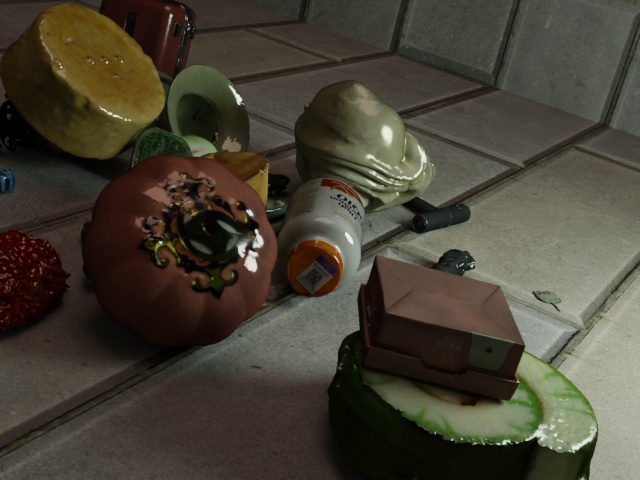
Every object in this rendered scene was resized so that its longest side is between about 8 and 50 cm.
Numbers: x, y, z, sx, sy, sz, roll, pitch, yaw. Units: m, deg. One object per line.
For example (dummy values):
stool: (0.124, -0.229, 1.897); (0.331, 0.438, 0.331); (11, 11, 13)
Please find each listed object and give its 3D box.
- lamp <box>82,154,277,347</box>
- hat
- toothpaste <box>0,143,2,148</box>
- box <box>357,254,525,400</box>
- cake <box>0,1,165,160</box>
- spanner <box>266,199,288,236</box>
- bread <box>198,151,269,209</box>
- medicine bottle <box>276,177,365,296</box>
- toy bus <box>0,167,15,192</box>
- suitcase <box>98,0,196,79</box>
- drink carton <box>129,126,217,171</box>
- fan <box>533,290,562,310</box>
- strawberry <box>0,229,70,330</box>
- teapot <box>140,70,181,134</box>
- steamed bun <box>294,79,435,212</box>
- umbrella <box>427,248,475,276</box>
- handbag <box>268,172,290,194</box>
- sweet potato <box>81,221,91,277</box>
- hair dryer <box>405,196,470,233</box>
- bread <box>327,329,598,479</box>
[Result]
lamp: (-0.220, 0.020, 1.498); (0.305, 0.305, 0.239); (1, -14, -27)
hat: (-0.295, -0.267, 2.232); (0.130, 0.257, 0.257); (-11, 4, 40)
toothpaste: (-0.680, -0.177, 1.987); (0.037, 0.021, 0.140); (6, 26, -6)
box: (0.166, 0.116, 1.365); (0.215, 0.086, 0.215); (15, 21, -5)
cake: (-0.537, -0.285, 2.022); (0.332, 0.321, 0.332); (33, 36, -28)
spanner: (-0.084, -0.045, 1.987); (0.095, 0.040, 0.325); (29, 29, 30)
bread: (-0.203, -0.045, 1.753); (0.204, 0.156, 0.288); (4, 29, 19)
medicine bottle: (0.000, 0.000, 1.781); (0.157, 0.157, 0.289); (13, 23, -1)
toy bus: (-0.633, -0.121, 1.858); (0.083, 0.038, 0.046); (16, 28, 10)
suitcase: (-0.459, -0.478, 2.445); (0.236, 0.297, 0.161); (19, 14, 16)
drink carton: (-0.297, -0.164, 2.026); (0.146, 0.144, 0.142); (23, 19, 21)
fan: (0.468, 0.121, 1.953); (0.056, 0.004, 0.083); (5, 24, -21)
strawberry: (-0.490, 0.055, 1.457); (0.174, 0.098, 0.228); (17, 22, 11)
teapot: (-0.416, -0.317, 2.318); (0.232, 0.159, 0.159); (12, 17, -46)
steamed bun: (0.062, -0.177, 2.109); (0.310, 0.219, 0.324); (45, -18, -20)
umbrella: (0.232, 0.069, 1.882); (0.066, 0.059, 0.235); (0, 16, 32)
handbag: (-0.112, -0.126, 2.146); (0.111, 0.047, 0.072); (-9, 27, -42)
sweet potato: (-0.379, 0.014, 1.672); (0.069, 0.059, 0.249); (-6, 23, -13)
hair dryer: (0.221, -0.077, 2.231); (0.195, 0.050, 0.173); (26, 25, 36)
bread: (0.200, 0.250, 1.356); (0.382, 0.129, 0.366); (26, 23, 24)
